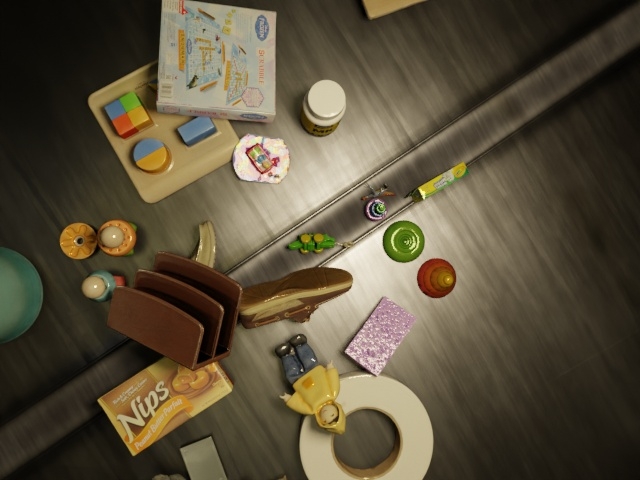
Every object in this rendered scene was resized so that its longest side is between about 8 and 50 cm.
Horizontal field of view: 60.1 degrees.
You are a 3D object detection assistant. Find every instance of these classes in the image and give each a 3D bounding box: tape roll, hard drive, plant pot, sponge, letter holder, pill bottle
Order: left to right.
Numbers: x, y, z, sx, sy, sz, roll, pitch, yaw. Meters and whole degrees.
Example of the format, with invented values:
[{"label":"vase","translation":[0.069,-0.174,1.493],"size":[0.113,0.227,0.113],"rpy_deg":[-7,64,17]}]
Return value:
[{"label":"plant pot","translation":[-0.901,0.147,1.418],"size":[0.271,0.255,0.272],"rpy_deg":[0,88,-5]},{"label":"letter holder","translation":[-0.375,0.165,1.433],"size":[0.301,0.152,0.215],"rpy_deg":[19,102,24]},{"label":"hard drive","translation":[-0.331,0.634,1.572],"size":[0.094,0.022,0.135],"rpy_deg":[-20,91,-6]},{"label":"pill bottle","translation":[0.007,-0.365,1.535],"size":[0.119,0.208,0.119],"rpy_deg":[0,89,-5]},{"label":"tape roll","translation":[0.128,0.571,1.592],"size":[0.391,0.072,0.392],"rpy_deg":[0,88,-4]},{"label":"sponge","translation":[0.174,0.273,1.590],"size":[0.117,0.031,0.210],"rpy_deg":[36,71,8]}]

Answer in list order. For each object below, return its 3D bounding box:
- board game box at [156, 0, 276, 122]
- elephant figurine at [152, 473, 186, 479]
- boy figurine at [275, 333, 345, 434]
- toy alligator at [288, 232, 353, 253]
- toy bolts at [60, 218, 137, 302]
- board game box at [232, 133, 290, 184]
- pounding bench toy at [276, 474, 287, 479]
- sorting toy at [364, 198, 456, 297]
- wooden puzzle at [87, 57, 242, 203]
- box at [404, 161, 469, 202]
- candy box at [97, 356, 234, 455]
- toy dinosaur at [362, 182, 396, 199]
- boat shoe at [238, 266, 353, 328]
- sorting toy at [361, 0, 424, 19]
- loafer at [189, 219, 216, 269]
[{"label":"board game box","translation":[-0.284,-0.498,1.537],"size":[0.317,0.066,0.319],"rpy_deg":[3,78,-13]},{"label":"elephant figurine","translation":[-0.431,0.778,1.512],"size":[0.169,0.186,0.240],"rpy_deg":[11,101,-47]},{"label":"boy figurine","translation":[-0.026,0.407,1.519],"size":[0.177,0.092,0.285],"rpy_deg":[-28,62,-4]},{"label":"toy alligator","translation":[0.000,0.000,1.607],"size":[0.189,0.056,0.051],"rpy_deg":[-3,48,-5]},{"label":"toy bolts","translation":[-0.614,0.052,1.493],"size":[0.218,0.158,0.229],"rpy_deg":[4,88,-5]},{"label":"board game box","translation":[-0.164,-0.233,1.585],"size":[0.168,0.033,0.133],"rpy_deg":[6,94,-18]},{"label":"pounding bench toy","translation":[-0.119,0.713,1.559],"size":[0.065,0.083,0.052],"rpy_deg":[-21,91,-6]},{"label":"sorting toy","translation":[0.270,0.020,1.592],"size":[0.127,0.126,0.365],"rpy_deg":[-43,93,-5]},{"label":"wooden puzzle","translation":[-0.438,-0.327,1.559],"size":[0.322,0.080,0.348],"rpy_deg":[-30,92,-6]},{"label":"box","translation":[0.334,-0.162,1.612],"size":[0.179,0.105,0.043],"rpy_deg":[-28,90,-5]},{"label":"candy box","translation":[-0.424,0.422,1.536],"size":[0.316,0.087,0.183],"rpy_deg":[-32,90,-5]},{"label":"toy dinosaur","translation":[0.166,-0.135,1.630],"size":[0.082,0.047,0.090],"rpy_deg":[-41,103,13]},{"label":"boat shoe","translation":[-0.068,0.173,1.576],"size":[0.341,0.123,0.123],"rpy_deg":[-16,120,-11]},{"label":"sorting toy","translation":[0.210,-0.796,1.625],"size":[0.257,0.089,0.256],"rpy_deg":[-21,91,-6]},{"label":"loafer","translation":[-0.342,0.075,1.547],"size":[0.092,0.102,0.269],"rpy_deg":[5,89,-11]}]
